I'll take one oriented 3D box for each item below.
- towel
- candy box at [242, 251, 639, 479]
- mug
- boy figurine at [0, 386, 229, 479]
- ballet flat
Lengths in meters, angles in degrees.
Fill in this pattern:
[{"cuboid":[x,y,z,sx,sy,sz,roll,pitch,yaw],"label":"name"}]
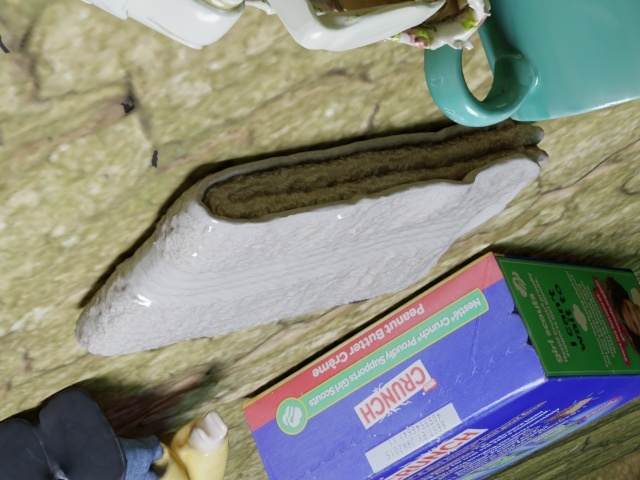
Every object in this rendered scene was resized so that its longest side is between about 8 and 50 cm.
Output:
[{"cuboid":[0.000,0.000,1.148,0.282,0.049,0.187,-13,159,-37],"label":"towel"},{"cuboid":[0.127,0.128,1.610,0.268,0.122,0.317,-32,164,24],"label":"candy box"},{"cuboid":[0.123,-0.117,0.821,0.129,0.097,0.158,-13,-167,31],"label":"mug"},{"cuboid":[-0.143,0.176,1.411,0.177,0.092,0.285,-29,164,9],"label":"boy figurine"},{"cuboid":[-0.024,-0.107,0.675,0.241,0.077,0.091,-4,157,-36],"label":"ballet flat"}]
